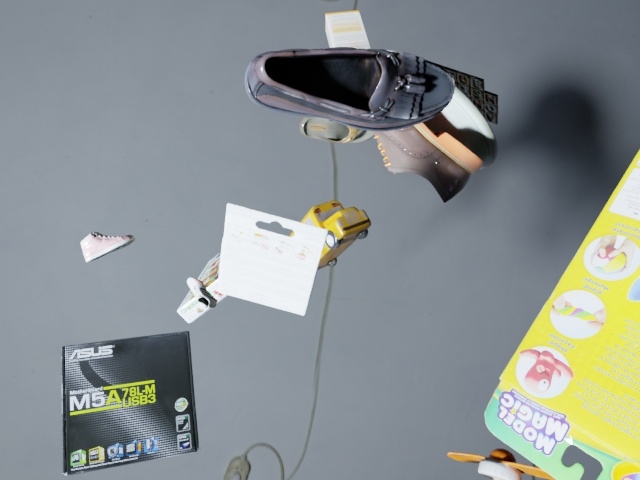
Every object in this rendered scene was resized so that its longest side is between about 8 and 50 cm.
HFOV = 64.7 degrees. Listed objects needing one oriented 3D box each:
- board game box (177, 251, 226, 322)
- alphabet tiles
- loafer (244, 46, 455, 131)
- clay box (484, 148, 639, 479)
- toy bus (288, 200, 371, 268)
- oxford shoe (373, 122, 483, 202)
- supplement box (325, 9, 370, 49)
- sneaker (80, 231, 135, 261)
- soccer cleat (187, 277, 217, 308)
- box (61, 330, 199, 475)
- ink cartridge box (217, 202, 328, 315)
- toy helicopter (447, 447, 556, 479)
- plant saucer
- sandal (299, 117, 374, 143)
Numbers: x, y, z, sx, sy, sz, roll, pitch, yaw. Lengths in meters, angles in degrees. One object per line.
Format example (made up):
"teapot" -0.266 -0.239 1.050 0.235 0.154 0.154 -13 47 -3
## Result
"board game box" -0.262 0.083 1.382 0.193 0.305 0.053 -37 105 17
"alphabet tiles" 0.393 -0.406 1.428 0.237 0.198 0.009 32 77 30
"loafer" 0.051 -0.210 0.691 0.302 0.095 0.109 0 96 -12
"clay box" 0.213 0.057 0.312 0.222 0.127 0.053 -57 138 -3
"toy bus" 0.000 0.000 1.369 0.108 0.333 0.130 -19 74 -34
"oxford shoe" 0.159 -0.217 1.072 0.363 0.130 0.133 35 105 4
"supplement box" 0.046 -0.349 0.873 0.062 0.036 0.098 -7 60 -4
"sneaker" -0.557 -0.001 1.313 0.134 0.051 0.070 -25 87 -8
"soccer cleat" -0.247 0.108 1.038 0.083 0.035 0.029 45 112 9
"box" -0.289 0.242 0.774 0.190 0.045 0.184 -4 74 -15
"ink cartridge box" -0.073 0.023 0.743 0.145 0.045 0.179 15 128 0
"toy helicopter" 0.313 0.394 0.705 0.355 0.140 0.235 -17 49 14
"plant saucer" 0.238 -0.284 1.241 0.400 0.400 0.100 41 87 -6
"sandal" 0.053 -0.304 1.365 0.219 0.060 0.090 2 115 -13
